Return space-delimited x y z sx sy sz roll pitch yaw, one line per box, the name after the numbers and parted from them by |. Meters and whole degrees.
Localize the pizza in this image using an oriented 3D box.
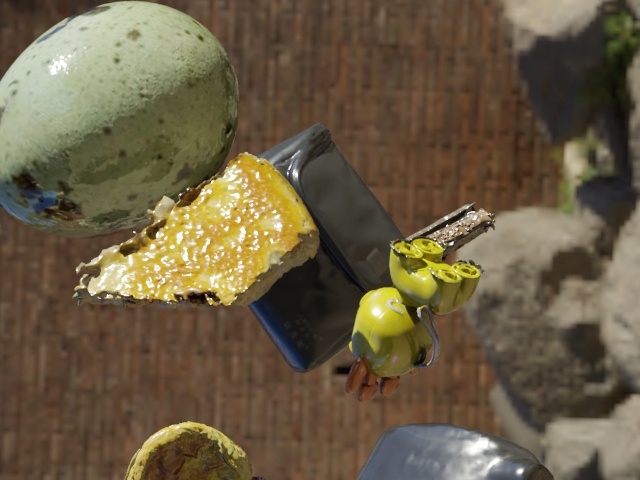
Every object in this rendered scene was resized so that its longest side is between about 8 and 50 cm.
-0.142 0.016 1.940 0.189 0.297 0.071 44 150 28 | pizza

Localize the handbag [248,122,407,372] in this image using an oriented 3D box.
0.000 0.000 2.376 0.301 0.275 0.178 56 171 -5 | handbag

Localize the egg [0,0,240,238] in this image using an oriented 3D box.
-0.270 -0.152 2.162 0.379 0.288 0.287 -48 -23 -33 | egg

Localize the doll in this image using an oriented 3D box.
0.105 0.105 2.052 0.143 0.135 0.220 -11 -50 -51 | doll

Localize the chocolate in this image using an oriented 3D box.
0.128 0.036 2.648 0.065 0.329 0.102 57 167 21 | chocolate

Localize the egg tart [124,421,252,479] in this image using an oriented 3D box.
-0.134 0.246 1.684 0.052 0.130 0.130 -162 74 -77 | egg tart

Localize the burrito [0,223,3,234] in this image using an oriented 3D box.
-0.525 -0.014 2.294 0.060 0.226 0.087 51 131 21 | burrito

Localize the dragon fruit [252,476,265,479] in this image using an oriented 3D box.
-0.124 0.461 2.296 0.272 0.218 0.198 -98 1 -45 | dragon fruit

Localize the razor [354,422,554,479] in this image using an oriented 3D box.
0.052 0.309 1.371 0.349 0.204 0.113 -54 -54 -26 | razor
